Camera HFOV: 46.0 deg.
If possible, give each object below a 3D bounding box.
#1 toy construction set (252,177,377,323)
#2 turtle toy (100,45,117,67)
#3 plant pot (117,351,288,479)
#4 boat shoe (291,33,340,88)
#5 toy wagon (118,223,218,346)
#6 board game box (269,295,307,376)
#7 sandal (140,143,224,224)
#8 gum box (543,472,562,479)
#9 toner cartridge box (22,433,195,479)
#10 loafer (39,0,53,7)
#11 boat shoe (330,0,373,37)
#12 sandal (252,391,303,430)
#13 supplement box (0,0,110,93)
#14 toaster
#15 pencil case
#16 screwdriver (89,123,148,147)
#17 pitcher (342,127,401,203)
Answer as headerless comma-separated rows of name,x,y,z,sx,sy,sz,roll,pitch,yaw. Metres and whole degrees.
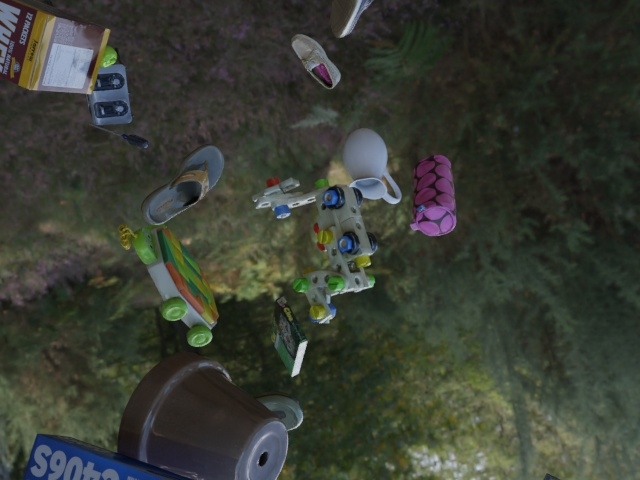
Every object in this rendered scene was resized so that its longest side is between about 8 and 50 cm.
toy construction set,0.000,0.000,1.572,0.215,0.327,0.151,-29,176,40
turtle toy,-0.470,-0.385,1.525,0.130,0.066,0.095,10,-153,23
plant pot,-0.192,0.354,1.353,0.229,0.262,0.263,14,-166,32
boat shoe,-0.014,-0.467,1.981,0.063,0.170,0.059,-32,-154,37
toy wagon,-0.338,0.074,1.712,0.068,0.267,0.344,-27,138,3
board game box,-0.087,0.258,1.996,0.030,0.136,0.259,-25,158,-19
sandal,-0.228,-0.091,1.291,0.180,0.072,0.049,-45,-148,-19
gum box,0.615,0.716,1.937,0.157,0.184,0.041,25,-172,0
toner cartridge box,-0.343,0.428,1.205,0.348,0.165,0.075,5,166,34
loafer,-0.602,-0.448,1.558,0.061,0.062,0.170,-1,-140,12
boat shoe,0.106,-0.611,1.809,0.092,0.102,0.285,-6,138,-30
sandal,-0.179,0.391,1.542,0.303,0.120,0.086,-23,-150,21
supplement box,-0.518,-0.354,1.330,0.191,0.129,0.194,23,-167,10
toaster,-0.588,-0.423,2.073,0.110,0.168,0.185,-10,-150,-18
pencil case,0.250,-0.104,1.693,0.098,0.095,0.209,-23,-148,25
screwdriver,-0.469,-0.249,1.754,0.170,0.024,0.025,24,-125,22
pitcher,0.148,-0.204,2.121,0.178,0.207,0.125,24,135,-31
